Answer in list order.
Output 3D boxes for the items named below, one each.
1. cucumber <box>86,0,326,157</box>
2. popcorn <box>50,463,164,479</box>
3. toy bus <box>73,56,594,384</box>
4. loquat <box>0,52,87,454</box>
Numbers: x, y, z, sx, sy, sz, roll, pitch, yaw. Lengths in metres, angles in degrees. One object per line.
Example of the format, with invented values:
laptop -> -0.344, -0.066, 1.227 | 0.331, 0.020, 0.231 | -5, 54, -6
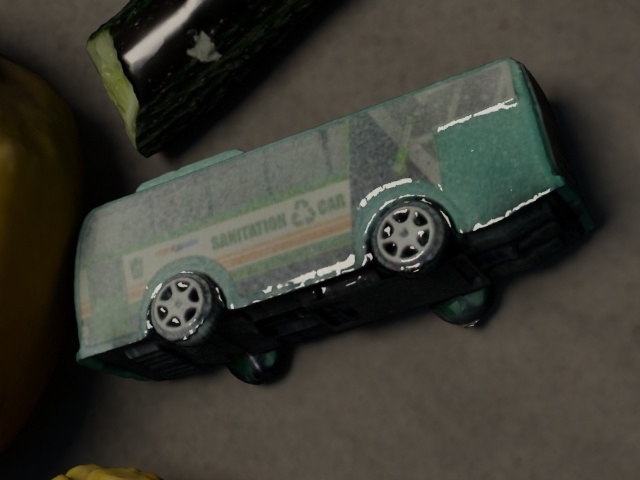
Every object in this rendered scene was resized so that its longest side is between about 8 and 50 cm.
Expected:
cucumber -> -0.027, -0.147, 0.656 | 0.241, 0.074, 0.074 | -41, 73, 10
popcorn -> -0.105, 0.202, 0.607 | 0.180, 0.180, 0.170 | -39, 112, 13
toy bus -> 0.000, 0.000, 0.625 | 0.261, 0.091, 0.109 | -18, 68, 17
loquat -> -0.257, 0.005, 0.634 | 0.276, 0.276, 0.284 | 32, 93, 21
